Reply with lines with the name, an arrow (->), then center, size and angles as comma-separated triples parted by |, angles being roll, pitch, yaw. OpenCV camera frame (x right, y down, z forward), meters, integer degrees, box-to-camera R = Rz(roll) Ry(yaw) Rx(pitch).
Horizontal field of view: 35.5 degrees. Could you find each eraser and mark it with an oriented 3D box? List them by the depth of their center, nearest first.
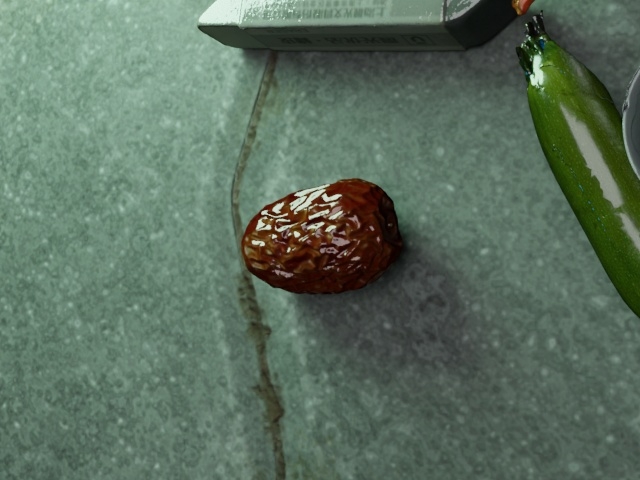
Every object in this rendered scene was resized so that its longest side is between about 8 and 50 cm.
eraser -> 0.036, -0.242, 1.067 | 0.352, 0.089, 0.061 | 5, 83, 27

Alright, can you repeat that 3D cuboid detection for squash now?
squash -> 0.265, -0.064, 0.940 | 0.087, 0.087, 0.331 | -30, 76, 20

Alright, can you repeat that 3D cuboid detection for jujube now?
jujube -> 0.000, 0.000, 1.055 | 0.176, 0.109, 0.112 | -13, 43, 32

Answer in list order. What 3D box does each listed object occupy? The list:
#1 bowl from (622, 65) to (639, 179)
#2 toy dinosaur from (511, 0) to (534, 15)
bowl -> 0.371, -0.101, 0.894 | 0.189, 0.086, 0.188 | -3, 83, 23
toy dinosaur -> 0.294, -0.319, 0.960 | 0.288, 0.070, 0.117 | -48, 61, -1
